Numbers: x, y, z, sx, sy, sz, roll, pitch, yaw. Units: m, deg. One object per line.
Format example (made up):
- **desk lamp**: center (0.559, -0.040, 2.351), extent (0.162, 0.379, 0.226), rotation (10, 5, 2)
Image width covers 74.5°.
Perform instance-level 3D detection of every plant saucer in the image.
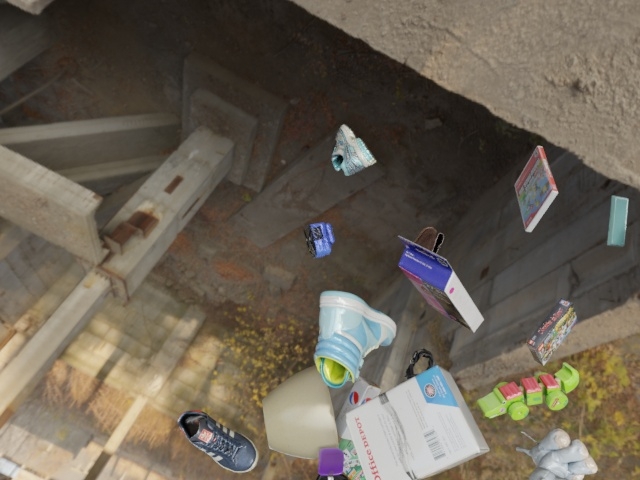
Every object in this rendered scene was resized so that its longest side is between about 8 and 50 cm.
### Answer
- **plant saucer**: center (1.129, -0.073, 1.594), extent (0.067, 0.192, 0.018), rotation (8, 176, -8)

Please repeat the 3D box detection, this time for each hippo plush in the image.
- **hippo plush**: center (0.941, 0.922, 1.705), extent (0.293, 0.236, 0.235), rotation (16, 122, 31)

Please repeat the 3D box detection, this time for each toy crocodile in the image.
- **toy crocodile**: center (0.701, 0.510, 1.419), extent (0.340, 0.115, 0.105), rotation (-18, 117, 4)

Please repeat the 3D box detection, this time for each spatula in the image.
- **spatula**: center (0.033, 0.780, 1.280), extent (0.083, 0.297, 0.030), rotation (-7, 133, 8)

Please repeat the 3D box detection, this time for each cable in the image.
- **cable**: center (0.401, 0.514, 1.710), extent (0.047, 0.151, 0.184), rotation (39, 176, -8)

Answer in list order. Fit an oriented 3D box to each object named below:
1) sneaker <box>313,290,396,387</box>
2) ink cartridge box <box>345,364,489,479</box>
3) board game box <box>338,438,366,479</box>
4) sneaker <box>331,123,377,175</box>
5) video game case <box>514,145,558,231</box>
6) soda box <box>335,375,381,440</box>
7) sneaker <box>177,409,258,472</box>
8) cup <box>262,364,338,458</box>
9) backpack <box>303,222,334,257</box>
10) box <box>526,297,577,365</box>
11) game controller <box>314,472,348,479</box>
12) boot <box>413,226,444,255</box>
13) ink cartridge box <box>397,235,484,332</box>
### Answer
- **sneaker**: center (0.083, 0.267, 1.043), extent (0.127, 0.209, 0.319), rotation (-5, 153, 36)
- **ink cartridge box**: center (0.252, 0.517, 1.141), extent (0.307, 0.223, 0.129), rotation (-34, 143, 16)
- **board game box**: center (0.205, 0.828, 1.720), extent (0.213, 0.318, 0.046), rotation (32, 177, 33)
- **sneaker**: center (0.080, -0.301, 1.412), extent (0.122, 0.283, 0.110), rotation (-35, 118, 6)
- **video game case**: center (0.824, -0.201, 1.624), extent (0.025, 0.285, 0.204), rotation (11, 137, 2)
- **soda box**: center (0.133, 0.615, 1.546), extent (0.073, 0.216, 0.069), rotation (29, 177, -34)
- **sneaker**: center (-0.396, 0.746, 1.573), extent (0.349, 0.131, 0.148), rotation (17, 152, 23)
- **cup**: center (-0.086, 0.650, 1.553), extent (0.236, 0.331, 0.331), rotation (-10, 145, -10)
- **backpack**: center (0.000, 0.000, 1.520), extent (0.100, 0.120, 0.098), rotation (-10, 176, -12)
- **box**: center (0.907, 0.358, 1.645), extent (0.044, 0.233, 0.159), rotation (33, 168, 49)
- **game controller**: center (-0.009, 1.118, 1.762), extent (0.166, 0.319, 0.067), rotation (40, 165, -32)
- **boot**: center (0.496, 0.054, 2.040), extent (0.090, 0.249, 0.207), rotation (23, -172, -8)
- **ink cartridge box**: center (0.346, 0.134, 1.237), extent (0.175, 0.069, 0.371), rotation (32, 168, 47)
